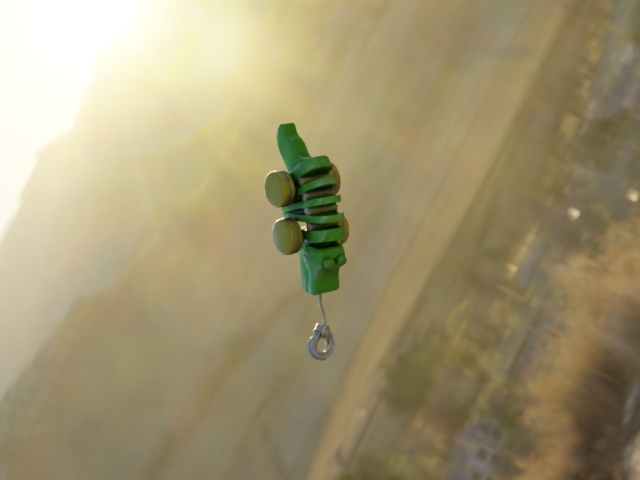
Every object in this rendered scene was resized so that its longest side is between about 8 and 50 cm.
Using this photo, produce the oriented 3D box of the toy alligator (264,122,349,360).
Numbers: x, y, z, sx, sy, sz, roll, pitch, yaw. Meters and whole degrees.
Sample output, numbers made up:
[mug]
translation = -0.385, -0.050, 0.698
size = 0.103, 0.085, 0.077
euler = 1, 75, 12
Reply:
[toy alligator]
translation = 0.000, 0.000, 1.182
size = 0.051, 0.056, 0.189
euler = -7, 93, 55
